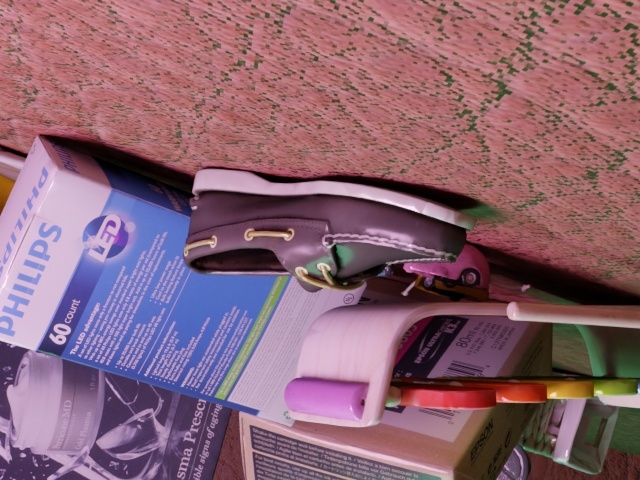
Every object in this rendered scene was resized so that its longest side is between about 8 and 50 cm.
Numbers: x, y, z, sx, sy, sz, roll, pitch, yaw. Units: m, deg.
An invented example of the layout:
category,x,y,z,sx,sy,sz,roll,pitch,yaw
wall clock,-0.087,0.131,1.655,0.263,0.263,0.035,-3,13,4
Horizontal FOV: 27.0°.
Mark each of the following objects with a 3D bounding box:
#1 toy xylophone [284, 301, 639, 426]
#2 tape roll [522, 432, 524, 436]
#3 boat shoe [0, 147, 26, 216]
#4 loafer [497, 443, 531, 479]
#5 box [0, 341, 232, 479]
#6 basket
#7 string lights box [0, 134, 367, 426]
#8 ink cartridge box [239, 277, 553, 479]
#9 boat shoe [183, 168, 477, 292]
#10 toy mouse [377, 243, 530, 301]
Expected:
category,x,y,z,sx,sy,sz,roll,pitch,yaw
toy xylophone,0.144,0.085,0.938,0.322,0.081,0.236,1,176,-22
tape roll,0.116,0.156,1.601,0.286,0.100,0.286,15,172,2
boat shoe,-0.201,0.000,1.062,0.367,0.136,0.156,29,164,-23
loafer,0.125,0.260,1.627,0.267,0.096,0.084,10,177,17
box,-0.260,0.141,1.300,0.312,0.343,0.179,19,172,-32
basket,0.307,0.228,1.711,0.103,0.113,0.167,15,173,28
string lights box,-0.110,0.035,0.983,0.259,0.133,0.077,22,-167,-29
ink cartridge box,0.070,0.134,1.130,0.193,0.088,0.235,11,-146,24
boat shoe,0.000,0.000,0.848,0.227,0.069,0.081,7,169,44
toy mouse,0.068,0.013,0.950,0.143,0.031,0.161,21,170,-39
